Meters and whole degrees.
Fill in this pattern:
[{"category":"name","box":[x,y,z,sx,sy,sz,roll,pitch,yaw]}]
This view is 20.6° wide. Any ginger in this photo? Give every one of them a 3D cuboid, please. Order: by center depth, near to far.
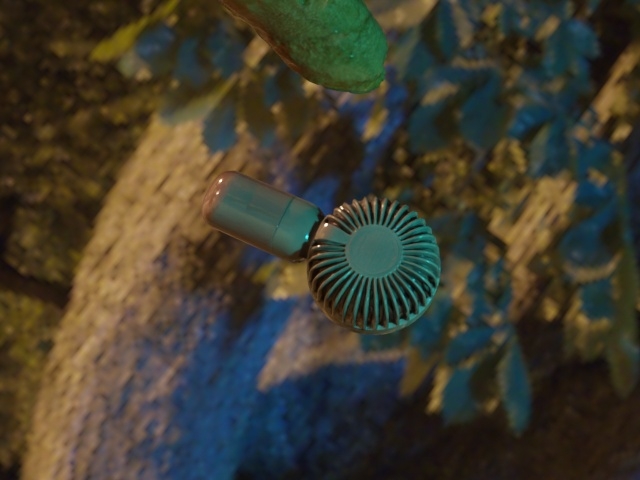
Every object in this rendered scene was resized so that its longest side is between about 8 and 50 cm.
[{"category":"ginger","box":[-0.042,-0.296,2.063,0.190,0.126,0.354,-22,-48,34]}]

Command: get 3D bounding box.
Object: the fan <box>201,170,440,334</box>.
[{"category":"fan","box":[0.000,0.000,1.709,0.244,0.130,0.074,25,-19,11]}]
